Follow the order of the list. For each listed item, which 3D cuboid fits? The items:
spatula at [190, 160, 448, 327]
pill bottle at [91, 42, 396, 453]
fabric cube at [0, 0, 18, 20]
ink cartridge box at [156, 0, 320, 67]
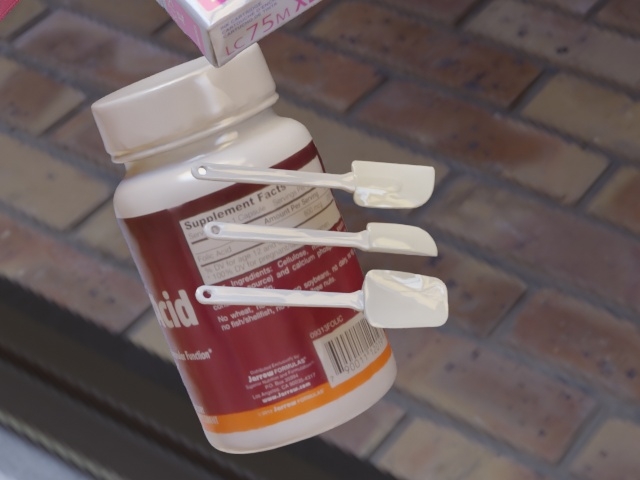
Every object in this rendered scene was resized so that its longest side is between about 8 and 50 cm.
[{"bbox_3d":[0.000,0.000,1.474,0.242,0.168,0.019,3,162,-17],"label":"spatula"},{"bbox_3d":[-0.085,0.005,1.679,0.224,0.224,0.392,-9,106,47],"label":"pill bottle"},{"bbox_3d":[-0.481,-0.299,1.577,0.254,0.258,0.259,-43,77,19],"label":"fabric cube"},{"bbox_3d":[-0.097,-0.296,1.273,0.311,0.185,0.065,49,166,29],"label":"ink cartridge box"}]
